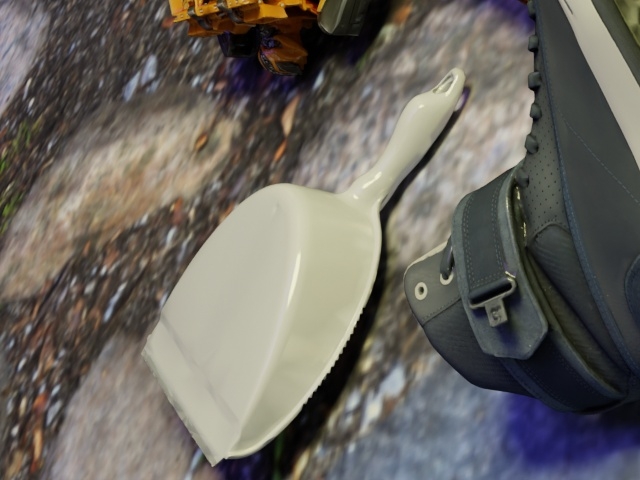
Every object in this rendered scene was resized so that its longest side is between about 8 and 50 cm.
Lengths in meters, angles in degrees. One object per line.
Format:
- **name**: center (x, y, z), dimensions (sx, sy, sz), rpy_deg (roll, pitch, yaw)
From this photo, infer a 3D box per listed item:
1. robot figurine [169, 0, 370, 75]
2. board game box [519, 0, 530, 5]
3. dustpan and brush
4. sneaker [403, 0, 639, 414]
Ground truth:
- **robot figurine**: center (-0.037, -0.240, 1.023), dimensions (0.211, 0.085, 0.291), rpy_deg (-1, 90, 62)
- **board game box**: center (0.110, -0.159, 0.847), dimensions (0.092, 0.043, 0.181), rpy_deg (-55, 28, 7)
- **dustpan and brush**: center (0.000, 0.000, 0.874), dimensions (0.211, 0.060, 0.147), rpy_deg (-62, 28, 9)
- **sneaker**: center (0.082, -0.046, 0.641), dimensions (0.163, 0.086, 0.226), rpy_deg (-24, 83, 54)
